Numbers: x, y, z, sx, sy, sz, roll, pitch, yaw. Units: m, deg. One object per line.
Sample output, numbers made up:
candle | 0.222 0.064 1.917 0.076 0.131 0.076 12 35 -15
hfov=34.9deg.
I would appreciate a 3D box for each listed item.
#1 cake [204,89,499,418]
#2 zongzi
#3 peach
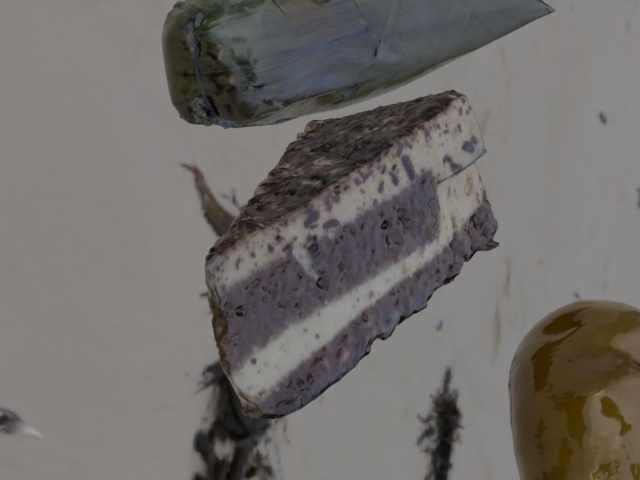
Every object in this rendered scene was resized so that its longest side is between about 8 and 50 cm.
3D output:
cake | -0.010 0.005 0.620 0.246 0.135 0.112 -36 116 -39
zongzi | 0.047 -0.201 1.014 0.323 0.360 0.160 -58 145 -65
peach | 0.242 0.173 0.825 0.251 0.153 0.251 45 30 -36
